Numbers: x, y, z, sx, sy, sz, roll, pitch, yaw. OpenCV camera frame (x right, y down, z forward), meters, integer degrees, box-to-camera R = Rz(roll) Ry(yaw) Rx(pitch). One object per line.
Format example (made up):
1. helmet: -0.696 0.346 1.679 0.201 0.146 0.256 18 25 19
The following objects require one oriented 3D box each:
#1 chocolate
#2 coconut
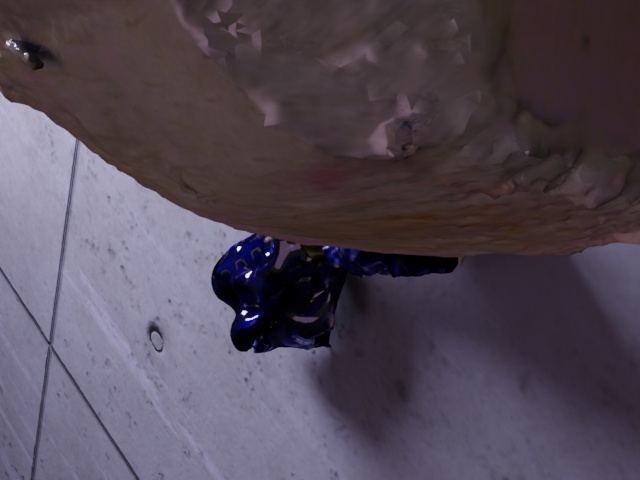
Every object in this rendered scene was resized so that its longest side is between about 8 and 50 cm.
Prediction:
1. chocolate: -0.003 0.004 0.812 0.148 0.126 0.343 34 151 -9
2. coconut: 0.003 -0.184 0.490 0.405 0.405 0.404 24 122 46
